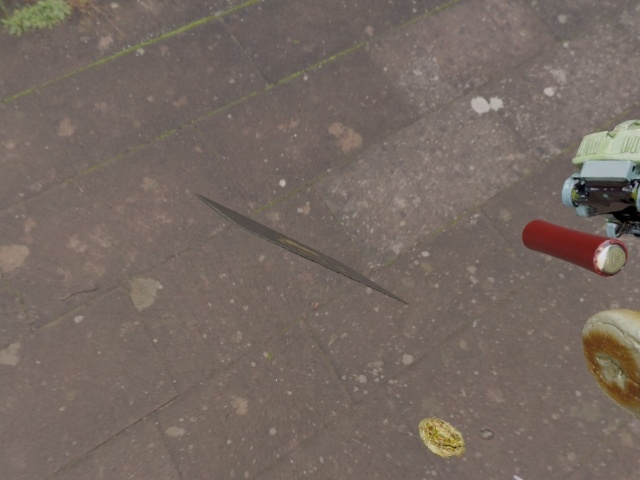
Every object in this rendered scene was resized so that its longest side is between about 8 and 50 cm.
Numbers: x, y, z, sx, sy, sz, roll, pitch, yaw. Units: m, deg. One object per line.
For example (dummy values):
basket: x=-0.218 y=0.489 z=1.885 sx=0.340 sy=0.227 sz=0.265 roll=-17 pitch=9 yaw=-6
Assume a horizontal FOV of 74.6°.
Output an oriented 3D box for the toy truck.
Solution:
toy truck: x=0.356 y=-0.070 z=0.467 sx=0.191 sy=0.085 sz=0.116 roll=19 pitch=89 yaw=-34

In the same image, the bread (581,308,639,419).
bread: x=0.832 y=0.318 z=1.096 sx=0.158 sy=0.305 sz=0.306 roll=-11 pitch=73 yaw=0

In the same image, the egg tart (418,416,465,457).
egg tart: x=0.314 y=0.523 z=1.104 sx=0.128 sy=0.129 sz=0.049 roll=17 pitch=113 yaw=0

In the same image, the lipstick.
lipstick: x=0.546 y=0.010 z=0.922 sx=0.080 sy=0.241 sz=0.080 roll=-2 pitch=102 yaw=-8

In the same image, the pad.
pad: x=0.000 y=0.001 z=0.689 sx=0.375 sy=0.315 sz=0.063 roll=26 pitch=93 yaw=-35

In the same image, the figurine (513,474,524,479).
figurine: x=0.429 y=0.567 z=0.722 sx=0.284 sy=0.316 sz=0.206 roll=17 pitch=68 yaw=33
